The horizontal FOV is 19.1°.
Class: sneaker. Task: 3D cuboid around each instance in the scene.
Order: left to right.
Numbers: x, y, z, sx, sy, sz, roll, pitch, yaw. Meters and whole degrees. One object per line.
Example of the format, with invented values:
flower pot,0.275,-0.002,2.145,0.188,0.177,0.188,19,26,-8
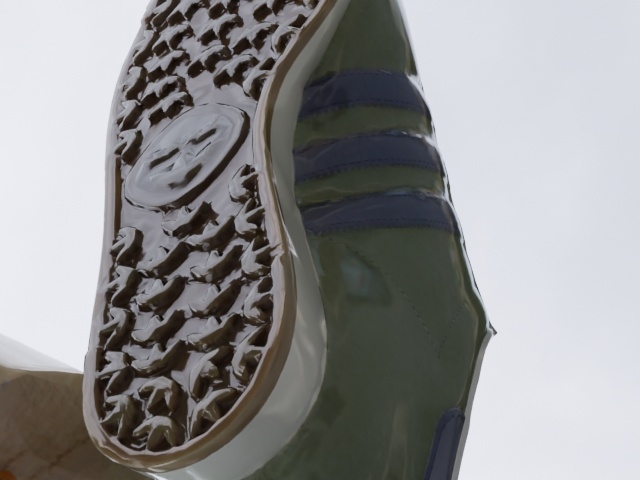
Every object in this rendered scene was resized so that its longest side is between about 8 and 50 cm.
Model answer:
sneaker,0.000,0.000,0.421,0.086,0.064,0.192,50,-152,-32

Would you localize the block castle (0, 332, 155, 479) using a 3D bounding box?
block castle,-0.214,0.212,0.430,0.303,0.213,0.453,-2,-78,-37
